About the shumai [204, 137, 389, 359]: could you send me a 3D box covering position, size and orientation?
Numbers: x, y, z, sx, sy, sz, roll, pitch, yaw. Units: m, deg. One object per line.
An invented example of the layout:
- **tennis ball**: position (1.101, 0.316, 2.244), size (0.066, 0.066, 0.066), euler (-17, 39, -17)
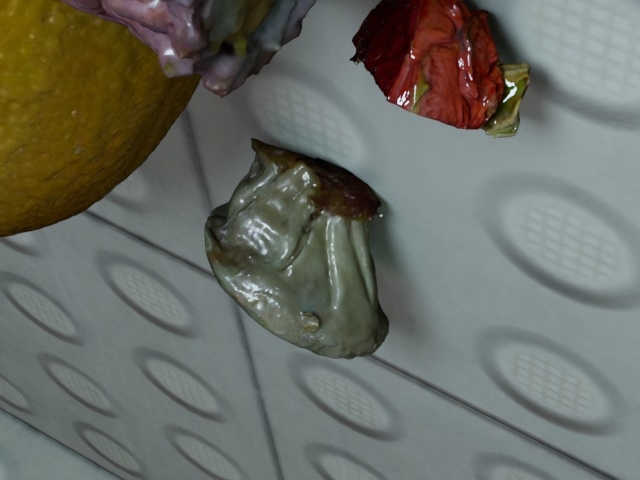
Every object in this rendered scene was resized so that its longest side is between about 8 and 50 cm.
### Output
- **shumai**: position (0.000, 0.000, 1.226), size (0.201, 0.201, 0.120), euler (39, 113, -8)

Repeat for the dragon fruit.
- **dragon fruit**: position (0.088, -0.123, 0.945), size (0.106, 0.083, 0.162), euler (24, -169, -14)

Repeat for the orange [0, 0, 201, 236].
- **orange**: position (-0.221, -0.167, 0.960), size (0.322, 0.322, 0.357), euler (39, 143, -9)

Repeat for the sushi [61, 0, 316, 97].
- **sushi**: position (-0.059, -0.217, 0.726), size (0.171, 0.270, 0.236), euler (23, 166, 20)
